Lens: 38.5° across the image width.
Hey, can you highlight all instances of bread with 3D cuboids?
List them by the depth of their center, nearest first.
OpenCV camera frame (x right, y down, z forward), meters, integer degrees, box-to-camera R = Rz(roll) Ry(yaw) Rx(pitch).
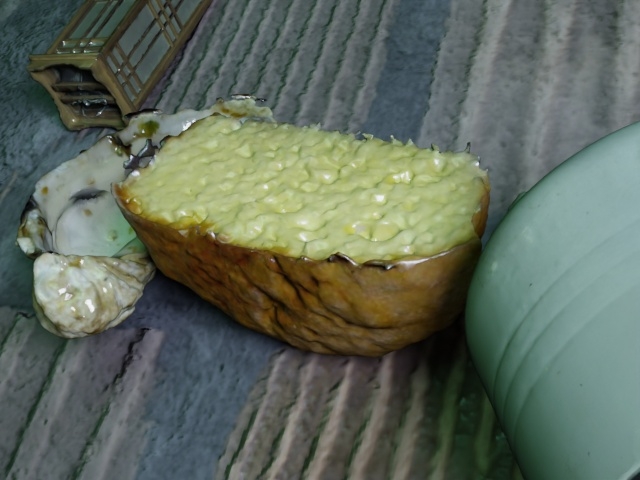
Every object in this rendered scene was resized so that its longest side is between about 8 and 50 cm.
[{"bbox_3d":[-0.003,0.005,0.609,0.260,0.134,0.129,16,47,29],"label":"bread"}]

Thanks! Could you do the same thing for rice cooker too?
[{"bbox_3d":[0.196,0.073,0.409,0.226,0.226,0.244,-21,42,4],"label":"rice cooker"}]

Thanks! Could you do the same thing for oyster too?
[{"bbox_3d":[-0.126,-0.027,0.727,0.166,0.094,0.294,19,42,38],"label":"oyster"}]

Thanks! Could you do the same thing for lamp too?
[{"bbox_3d":[-0.168,-0.253,0.938,0.089,0.090,0.325,5,51,27],"label":"lamp"}]
